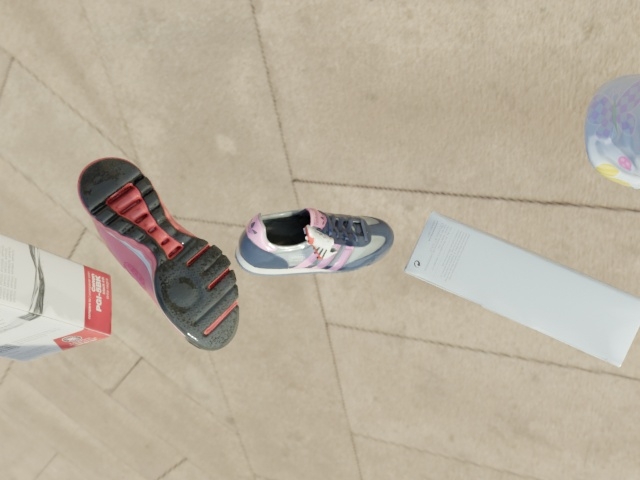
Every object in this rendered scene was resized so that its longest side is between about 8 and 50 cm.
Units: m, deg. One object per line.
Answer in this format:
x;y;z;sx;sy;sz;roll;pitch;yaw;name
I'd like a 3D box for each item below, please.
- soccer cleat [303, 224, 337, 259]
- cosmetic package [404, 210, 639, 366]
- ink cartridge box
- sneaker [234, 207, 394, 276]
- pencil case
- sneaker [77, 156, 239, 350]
0.000;0.000;1.085;0.036;0.029;0.083;-19;143;8;soccer cleat
0.298;0.063;1.077;0.284;0.377;0.097;26;95;15;cosmetic package
-0.238;0.043;0.548;0.099;0.056;0.135;-17;154;22;ink cartridge box
0.007;-0.009;1.367;0.131;0.319;0.112;114;141;-53;sneaker
0.370;-0.099;0.683;0.273;0.114;0.124;-159;63;-68;pencil case
-0.227;0.021;1.063;0.313;0.116;0.136;54;159;-3;sneaker
